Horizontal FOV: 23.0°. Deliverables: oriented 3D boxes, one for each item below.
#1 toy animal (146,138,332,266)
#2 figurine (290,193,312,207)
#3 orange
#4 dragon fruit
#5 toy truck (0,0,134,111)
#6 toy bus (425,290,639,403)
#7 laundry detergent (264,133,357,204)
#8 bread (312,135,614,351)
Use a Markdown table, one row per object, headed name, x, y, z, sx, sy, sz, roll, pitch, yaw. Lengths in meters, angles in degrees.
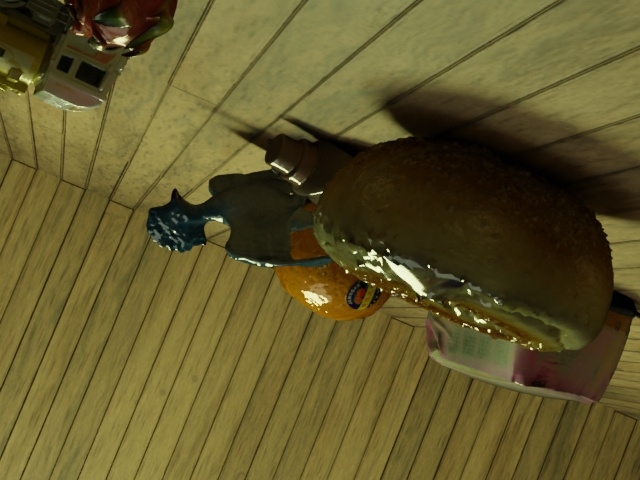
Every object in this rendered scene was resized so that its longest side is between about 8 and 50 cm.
| name | x | y | z | sx | sy | sz | roll | pitch | yaw |
| --- | --- | --- | --- | --- | --- | --- | --- | --- | --- |
| toy animal | -0.075 | -0.038 | 1.947 | 0.255 | 0.176 | 0.239 | 21 | -150 | -23 |
| figurine | 0.000 | 0.000 | 2.353 | 0.114 | 0.108 | 0.196 | -11 | 148 | 35 |
| orange | 0.024 | 0.026 | 2.154 | 0.178 | 0.155 | 0.177 | 18 | -156 | -8 |
| dragon fruit | -0.146 | -0.194 | 1.231 | 0.116 | 0.086 | 0.081 | -31 | 166 | 36 |
| toy truck | -0.299 | -0.201 | 1.529 | 0.227 | 0.114 | 0.098 | 24 | 174 | -18 |
| toy bus | 0.265 | 0.123 | 2.180 | 0.171 | 0.162 | 0.386 | 23 | 175 | -17 |
| laundry detergent | 0.063 | -0.053 | 1.756 | 0.237 | 0.076 | 0.171 | 27 | 172 | -24 |
| bread | 0.146 | -0.001 | 1.499 | 0.306 | 0.158 | 0.305 | 24 | 177 | 1 |
